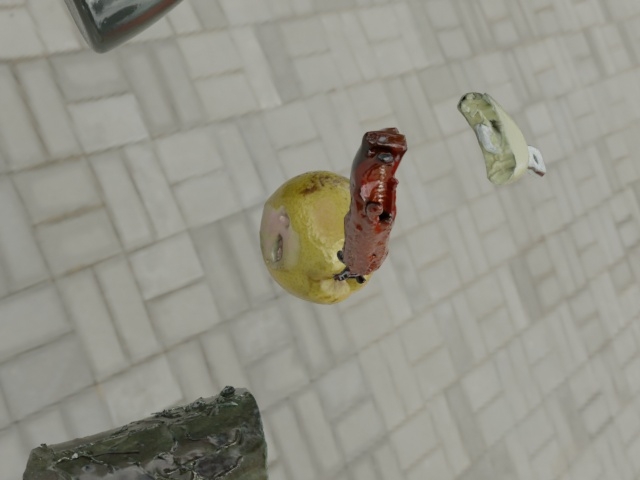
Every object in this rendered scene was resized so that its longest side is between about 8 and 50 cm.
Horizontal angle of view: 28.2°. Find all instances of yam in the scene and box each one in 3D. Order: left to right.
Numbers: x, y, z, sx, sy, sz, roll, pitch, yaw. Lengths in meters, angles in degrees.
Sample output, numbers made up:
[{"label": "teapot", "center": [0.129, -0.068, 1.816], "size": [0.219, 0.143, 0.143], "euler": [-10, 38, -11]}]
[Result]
[{"label": "yam", "center": [-0.192, 0.289, 1.381], "size": [0.201, 0.271, 0.202], "euler": [-132, -141, -63]}]

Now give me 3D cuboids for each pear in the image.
[{"label": "pear", "center": [0.000, 0.000, 1.694], "size": [0.178, 0.178, 0.178], "euler": [32, 48, -44]}]

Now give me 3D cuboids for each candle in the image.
[{"label": "candle", "center": [0.051, -0.022, 1.348], "size": [0.302, 0.059, 0.084], "euler": [99, 12, -66]}]

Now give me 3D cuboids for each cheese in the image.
[{"label": "cheese", "center": [0.267, -0.129, 1.788], "size": [0.235, 0.050, 0.127], "euler": [12, 58, -61]}]

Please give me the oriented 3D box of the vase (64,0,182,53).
[{"label": "vase", "center": [-0.213, -0.405, 1.818], "size": [0.173, 0.321, 0.173], "euler": [61, -10, 19]}]
